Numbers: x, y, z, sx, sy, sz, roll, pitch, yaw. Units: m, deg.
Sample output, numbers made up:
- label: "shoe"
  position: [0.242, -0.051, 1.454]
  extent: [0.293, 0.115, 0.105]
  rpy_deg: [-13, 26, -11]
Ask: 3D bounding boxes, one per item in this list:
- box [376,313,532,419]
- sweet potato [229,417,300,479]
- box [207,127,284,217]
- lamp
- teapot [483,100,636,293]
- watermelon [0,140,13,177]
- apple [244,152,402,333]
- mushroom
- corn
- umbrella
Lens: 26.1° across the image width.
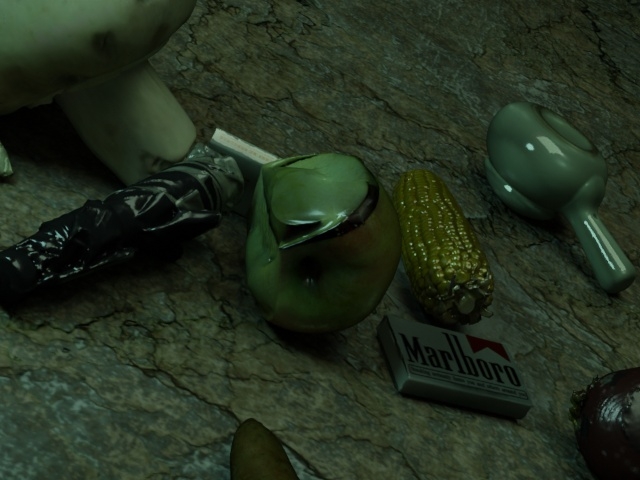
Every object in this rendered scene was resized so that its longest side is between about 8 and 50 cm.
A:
- label: "box"
  position: [0.159, 0.153, 1.660]
  extent: [0.177, 0.036, 0.115]
  rpy_deg: [16, 31, -24]
- label: "sweet potato"
  position: [-0.061, 0.275, 1.225]
  extent: [0.108, 0.079, 0.346]
  rpy_deg: [4, 27, 12]
- label: "box"
  position: [-0.050, -0.054, 1.718]
  extent: [0.220, 0.122, 0.032]
  rpy_deg: [25, 55, -7]
- label: "lamp"
  position: [0.379, 0.230, 1.650]
  extent: [0.156, 0.135, 0.157]
  rpy_deg: [-16, 75, -16]
- label: "teapot"
  position: [0.362, -0.079, 2.106]
  extent: [0.220, 0.149, 0.318]
  rpy_deg: [20, 28, -31]
- label: "watermelon"
  position: [-0.459, -0.122, 1.518]
  extent: [0.245, 0.063, 0.119]
  rpy_deg: [12, 51, -39]
- label: "apple"
  position: [0.000, 0.000, 1.586]
  extent: [0.174, 0.207, 0.188]
  rpy_deg: [28, 21, -17]
- label: "mushroom"
  position: [-0.287, -0.267, 1.643]
  extent: [0.353, 0.353, 0.325]
  rpy_deg: [17, 45, -23]
- label: "corn"
  position: [0.152, 0.001, 1.833]
  extent: [0.106, 0.106, 0.305]
  rpy_deg: [18, 28, -21]
- label: "umbrella"
  position: [-0.215, -0.005, 1.504]
  extent: [0.106, 0.113, 0.357]
  rpy_deg: [50, 39, 8]
